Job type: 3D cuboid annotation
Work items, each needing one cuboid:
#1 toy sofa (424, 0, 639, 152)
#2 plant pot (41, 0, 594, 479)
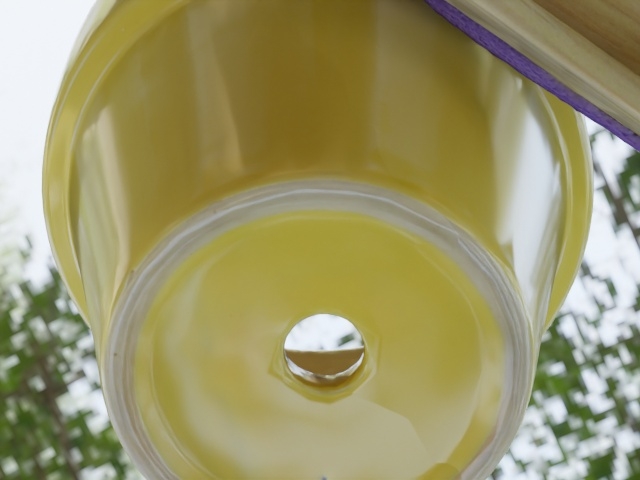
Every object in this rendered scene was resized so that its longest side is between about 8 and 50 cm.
[{"bbox_3d":[0.065,-0.169,0.790,0.150,0.362,0.177,-54,174,-5],"label":"toy sofa"},{"bbox_3d":[0.000,0.000,0.798,0.254,0.254,0.239,-22,-157,9],"label":"plant pot"}]
